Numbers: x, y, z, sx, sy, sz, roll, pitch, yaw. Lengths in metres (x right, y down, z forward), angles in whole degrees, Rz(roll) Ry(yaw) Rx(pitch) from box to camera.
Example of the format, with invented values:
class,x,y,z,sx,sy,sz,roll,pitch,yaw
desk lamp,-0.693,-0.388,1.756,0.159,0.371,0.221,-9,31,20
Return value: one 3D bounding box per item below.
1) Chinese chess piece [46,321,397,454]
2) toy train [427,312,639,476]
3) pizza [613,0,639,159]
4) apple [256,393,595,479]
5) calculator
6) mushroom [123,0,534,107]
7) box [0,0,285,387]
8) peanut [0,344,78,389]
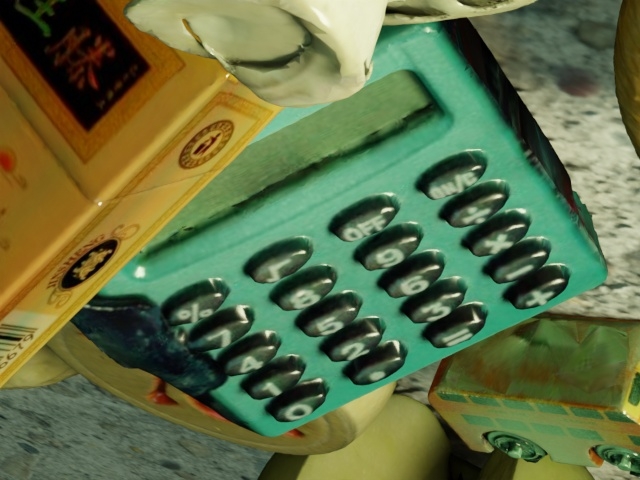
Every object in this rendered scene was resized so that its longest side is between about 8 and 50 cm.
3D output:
class,x,y,z,sx,sy,sz,roll,pitch,yaw
Chinese chess piece,-0.067,0.053,1.272,0.251,0.097,0.251,17,159,7
toy train,0.152,0.096,1.213,0.188,0.072,0.099,4,152,37
pizza,0.231,-0.068,0.758,0.229,0.081,0.289,24,159,10
apple,0.075,0.254,1.405,0.292,0.254,0.292,19,162,6
calculator,0.000,0.000,0.995,0.248,0.058,0.274,-25,139,14
mushroom,0.006,-0.147,0.640,0.246,0.202,0.246,16,167,4
box,-0.171,-0.036,0.887,0.174,0.274,0.076,50,-168,18
peanut,-0.290,0.030,1.429,0.274,0.111,0.125,21,143,-6
